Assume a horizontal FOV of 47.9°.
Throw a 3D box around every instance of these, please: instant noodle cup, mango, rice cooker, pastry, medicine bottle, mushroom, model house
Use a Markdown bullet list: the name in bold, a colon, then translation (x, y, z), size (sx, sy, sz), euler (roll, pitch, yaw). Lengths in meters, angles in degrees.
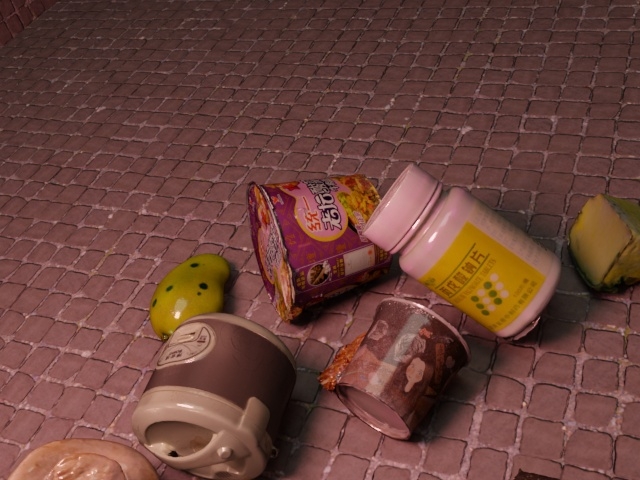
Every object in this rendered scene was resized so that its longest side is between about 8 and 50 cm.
- **instant noodle cup**: translation (0.152, 0.255, 1.410), size (0.218, 0.217, 0.207), euler (20, 58, 32)
- **mango**: translation (-0.306, 0.131, 1.721), size (0.175, 0.142, 0.293), euler (0, 34, 14)
- **rice cooker**: translation (-0.205, 0.310, 1.396), size (0.289, 0.288, 0.277), euler (4, 45, 19)
- **pastry**: translation (0.070, 0.265, 1.523), size (0.169, 0.063, 0.087), euler (-43, 18, -25)
- **medicine bottle**: translation (0.292, 0.020, 1.493), size (0.379, 0.213, 0.213), euler (35, 53, -2)
- **mushroom**: translation (-0.419, 0.461, 1.264), size (0.298, 0.290, 0.297), euler (8, 43, -8)
- **model house**: translation (0.688, 0.013, 1.592), size (0.212, 0.170, 0.194), euler (9, 32, -16)
- **instant noodle cup**: translation (0.000, 0.000, 1.667), size (0.266, 0.339, 0.339), euler (-13, 41, -15)

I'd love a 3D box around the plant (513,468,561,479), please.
- **plant**: translation (0.391, 0.444, 1.215), size (0.143, 0.094, 0.092), euler (15, 39, 35)
